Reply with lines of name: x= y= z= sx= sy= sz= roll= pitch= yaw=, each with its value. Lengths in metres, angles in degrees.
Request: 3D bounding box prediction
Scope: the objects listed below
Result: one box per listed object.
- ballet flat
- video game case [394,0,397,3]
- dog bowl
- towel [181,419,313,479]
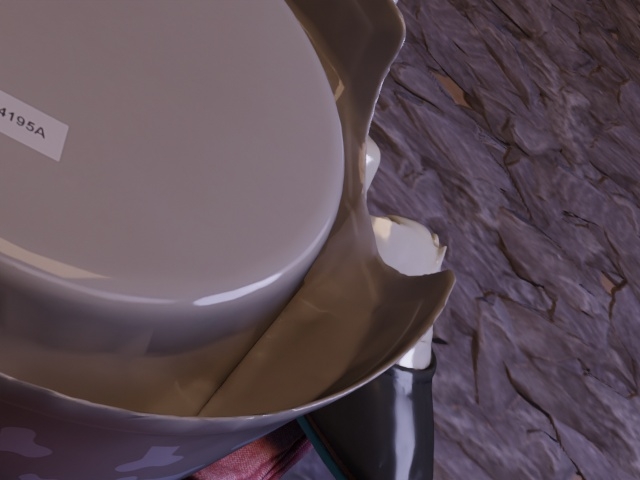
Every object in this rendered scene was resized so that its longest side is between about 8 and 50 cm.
ballet flat: x=0.000 y=0.000 z=0.872 sx=0.095 sy=0.096 sz=0.280 roll=12 pitch=40 yaw=-49
video game case: x=-0.029 y=-0.180 z=1.074 sx=0.173 sy=0.190 sz=0.022 roll=32 pitch=-10 yaw=-23
dog bowl: x=-0.113 y=-0.057 z=0.644 sx=0.348 sy=0.102 sz=0.349 roll=23 pitch=41 yaw=-23
towel: x=-0.114 y=-0.016 z=0.882 sx=0.329 sy=0.037 sz=0.237 roll=47 pitch=28 yaw=4
